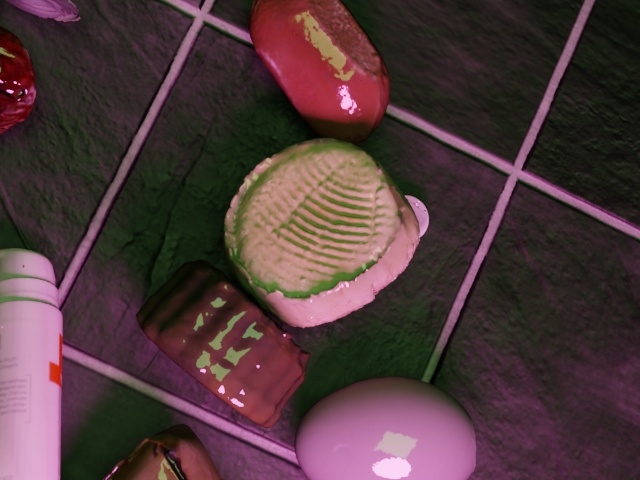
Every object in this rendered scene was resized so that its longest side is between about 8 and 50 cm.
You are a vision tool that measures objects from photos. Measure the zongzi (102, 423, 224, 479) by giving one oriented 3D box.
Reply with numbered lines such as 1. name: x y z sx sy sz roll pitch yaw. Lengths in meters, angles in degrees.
1. zongzi: -0.228 0.475 1.528 0.393 0.174 0.356 -36 82 -4

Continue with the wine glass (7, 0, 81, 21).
1. wine glass: -0.345 -0.423 1.670 0.126 0.126 0.241 17 79 -7

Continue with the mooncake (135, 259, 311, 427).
1. mooncake: -0.115 0.127 1.576 0.228 0.228 0.124 40 83 -3

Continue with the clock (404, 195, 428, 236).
1. clock: 0.088 -0.044 1.733 0.129 0.041 0.087 46 73 -6

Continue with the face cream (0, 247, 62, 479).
1. face cream: -0.371 0.172 1.551 0.102 0.102 0.345 1 63 -10

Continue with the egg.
1. egg: 0.082 0.265 1.617 0.232 0.176 0.176 -2 82 -1

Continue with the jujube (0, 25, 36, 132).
1. jujube: -0.532 -0.185 1.565 0.342 0.216 0.216 -12 84 -18

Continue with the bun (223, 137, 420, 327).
1. bun: 0.000 0.000 1.635 0.259 0.152 0.259 -8 62 14

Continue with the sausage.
1. sausage: 0.001 -0.253 1.700 0.148 0.148 0.254 -42 92 -13
